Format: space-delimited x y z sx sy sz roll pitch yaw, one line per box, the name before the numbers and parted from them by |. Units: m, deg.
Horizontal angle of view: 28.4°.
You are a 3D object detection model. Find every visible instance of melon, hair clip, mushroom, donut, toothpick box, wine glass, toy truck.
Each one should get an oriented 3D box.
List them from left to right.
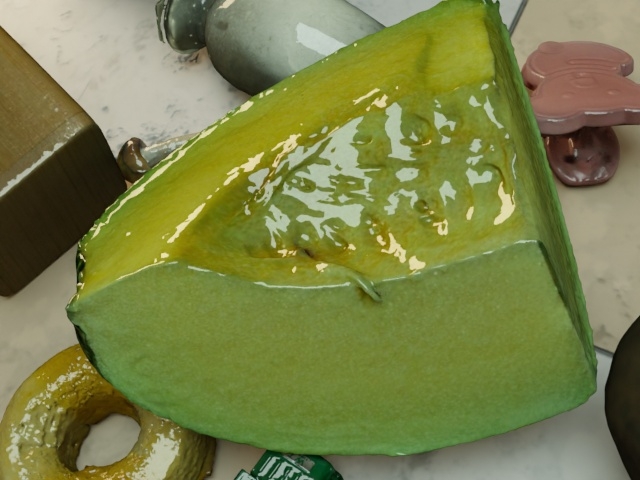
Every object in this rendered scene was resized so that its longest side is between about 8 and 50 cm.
toothpick box | -0.323 -0.121 1.062 0.190 0.187 0.308 -43 73 -14
donut | -0.172 0.152 0.980 0.162 0.065 0.178 39 74 19
toy truck | -0.046 0.213 0.934 0.065 0.079 0.147 32 70 18
wine glass | -0.031 -0.171 1.087 0.204 0.111 0.111 26 70 20
mushroom | -0.022 -0.070 1.085 0.306 0.043 0.068 2 83 5
melon | 0.000 0.000 0.922 0.343 0.226 0.331 -14 83 14
hair clip | 0.217 -0.126 1.050 0.123 0.102 0.138 -2 65 1

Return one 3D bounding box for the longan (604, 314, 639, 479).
longan | 0.301 0.130 0.883 0.212 0.198 0.198 37 74 23
